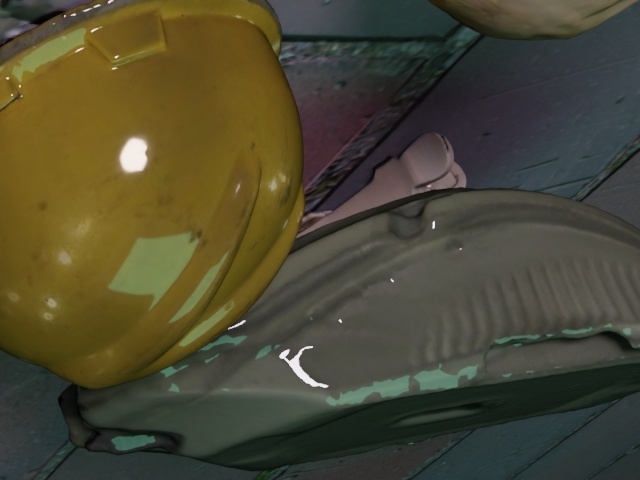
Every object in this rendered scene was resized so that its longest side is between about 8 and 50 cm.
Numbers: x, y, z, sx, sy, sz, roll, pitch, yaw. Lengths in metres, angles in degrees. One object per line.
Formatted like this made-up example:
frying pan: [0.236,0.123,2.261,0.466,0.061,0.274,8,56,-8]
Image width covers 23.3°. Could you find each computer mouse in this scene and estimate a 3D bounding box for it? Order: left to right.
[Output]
computer mouse: [0.050,0.046,0.969,0.429,0.145,0.228,-7,166,-19]

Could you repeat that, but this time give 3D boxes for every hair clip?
hair clip: [0.000,0.000,1.045,0.226,0.034,0.072,-32,159,14]

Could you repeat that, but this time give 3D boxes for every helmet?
helmet: [-0.104,-0.003,0.778,0.257,0.140,0.205,-35,158,12]

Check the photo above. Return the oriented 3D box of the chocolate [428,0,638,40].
chocolate: [0.165,-0.197,0.660,0.309,0.134,0.134,-35,158,25]
